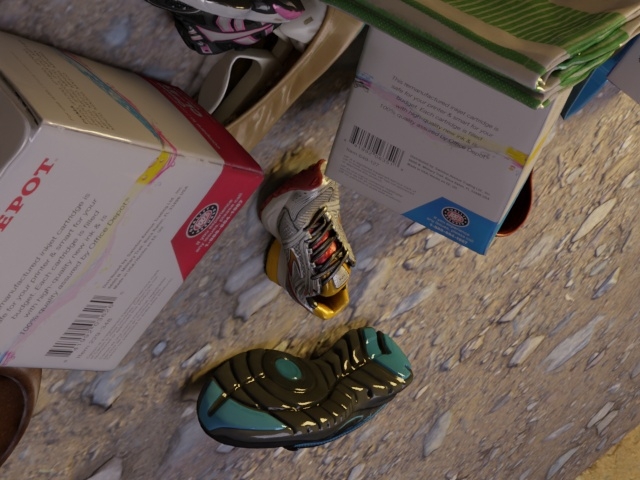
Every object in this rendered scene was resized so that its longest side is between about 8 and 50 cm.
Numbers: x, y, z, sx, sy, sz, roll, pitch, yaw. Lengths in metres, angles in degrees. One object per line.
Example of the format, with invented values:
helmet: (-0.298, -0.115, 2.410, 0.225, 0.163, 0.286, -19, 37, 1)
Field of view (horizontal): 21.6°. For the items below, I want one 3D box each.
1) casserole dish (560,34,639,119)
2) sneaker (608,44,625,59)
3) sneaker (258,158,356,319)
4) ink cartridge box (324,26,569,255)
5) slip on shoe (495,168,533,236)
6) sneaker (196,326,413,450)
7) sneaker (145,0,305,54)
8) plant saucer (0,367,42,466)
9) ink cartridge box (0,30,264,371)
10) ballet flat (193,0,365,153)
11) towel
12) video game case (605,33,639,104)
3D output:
casserole dish: (0.313, -0.207, 1.874, 0.114, 0.037, 0.188, -42, 169, -27)
sneaker: (0.241, -0.245, 1.613, 0.268, 0.101, 0.153, -12, 132, -38)
sneaker: (0.000, 0.000, 1.690, 0.088, 0.093, 0.225, -36, 155, -17)
ink cartridge box: (0.133, -0.144, 1.497, 0.168, 0.171, 0.233, -57, 171, -38)
slip on shoe: (0.181, -0.107, 1.794, 0.123, 0.101, 0.331, -37, 154, -12)
sneaker: (-0.026, 0.200, 1.941, 0.341, 0.125, 0.140, -6, 141, -51)
sneaker: (-0.086, -0.176, 1.300, 0.077, 0.072, 0.178, -43, 153, 25)
plant saucer: (-0.364, 0.182, 1.473, 0.310, 0.050, 0.310, -36, 156, -19)
ink cartridge box: (-0.215, -0.023, 1.266, 0.226, 0.131, 0.306, -49, 154, 14)
ballet flat: (-0.036, -0.156, 1.404, 0.073, 0.080, 0.232, 23, 110, -47)
towel: (0.176, -0.230, 1.363, 0.325, 0.248, 0.038, -36, 142, -36)
video game case: (0.448, -0.273, 1.915, 0.244, 0.061, 0.269, -53, 169, 22)
